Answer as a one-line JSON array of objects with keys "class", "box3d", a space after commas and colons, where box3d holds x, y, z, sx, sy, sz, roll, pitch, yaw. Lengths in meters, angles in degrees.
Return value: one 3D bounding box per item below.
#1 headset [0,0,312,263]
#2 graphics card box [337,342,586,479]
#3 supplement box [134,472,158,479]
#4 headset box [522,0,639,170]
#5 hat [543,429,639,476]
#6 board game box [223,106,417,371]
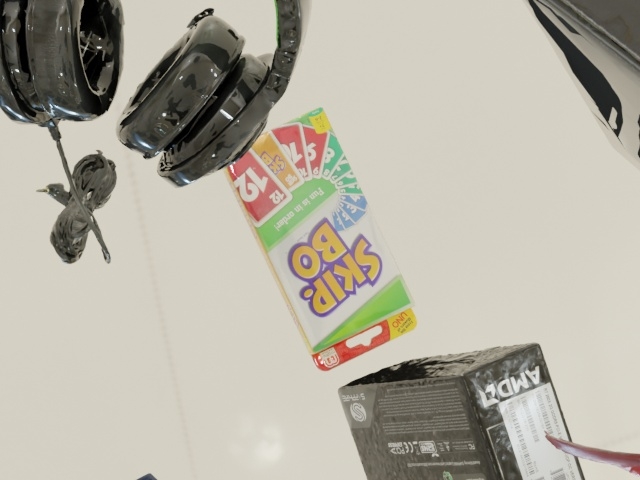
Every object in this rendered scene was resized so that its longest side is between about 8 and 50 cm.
[{"class": "headset", "box3d": [-0.147, -0.144, 1.405, 0.243, 0.185, 0.394, 22, 126, -2]}, {"class": "graphics card box", "box3d": [0.156, 0.281, 1.577, 0.094, 0.233, 0.371, -21, 92, -27]}, {"class": "supplement box", "box3d": [-0.094, 0.190, 0.975, 0.056, 0.083, 0.083, -23, 141, -40]}, {"class": "headset box", "box3d": [0.231, -0.082, 0.563, 0.283, 0.246, 0.131, -42, 138, 1]}, {"class": "hat", "box3d": [0.279, 0.143, 1.161, 0.208, 0.173, 0.183, -40, 86, 9]}, {"class": "board game box", "box3d": [0.000, 0.000, 1.909, 0.124, 0.039, 0.259, -25, 91, -10]}]
